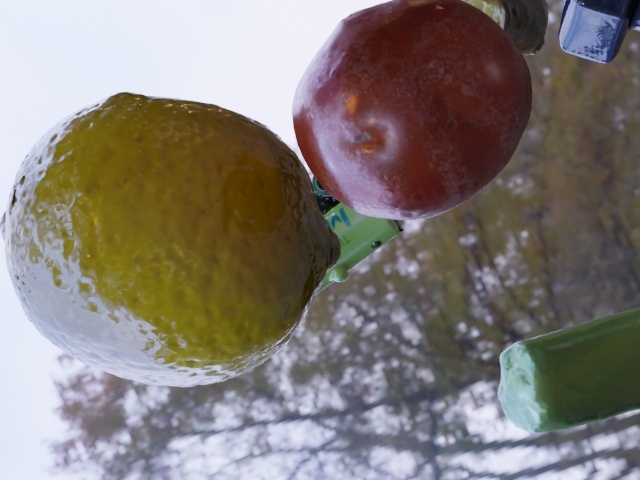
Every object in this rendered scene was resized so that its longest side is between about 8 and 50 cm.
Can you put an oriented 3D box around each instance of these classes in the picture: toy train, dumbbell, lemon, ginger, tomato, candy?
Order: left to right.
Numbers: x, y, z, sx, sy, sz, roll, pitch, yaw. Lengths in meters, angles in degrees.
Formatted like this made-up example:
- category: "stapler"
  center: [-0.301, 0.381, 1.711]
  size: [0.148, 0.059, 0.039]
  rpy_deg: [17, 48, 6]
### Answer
- category: "lemon"
  center: [-0.161, -0.002, 1.519]
  size: [0.336, 0.336, 0.336]
  rpy_deg: [38, -142, -38]
- category: "toy train"
  center: [0.000, 0.000, 2.059]
  size: [0.105, 0.253, 0.157]
  rpy_deg: [41, -165, -53]
- category: "tomato"
  center: [0.079, -0.131, 1.353]
  size: [0.189, 0.232, 0.232]
  rpy_deg: [63, -153, -23]
- category: "ginger"
  center: [0.250, -0.304, 1.988]
  size: [0.263, 0.109, 0.116]
  rpy_deg: [-24, -62, -65]
- category: "candy"
  center: [0.412, 0.174, 2.058]
  size: [0.343, 0.132, 0.142]
  rpy_deg: [-10, -92, -22]
- category: "dumbbell"
  center: [0.453, -0.257, 1.733]
  size: [0.160, 0.324, 0.144]
  rpy_deg: [97, -168, -55]
